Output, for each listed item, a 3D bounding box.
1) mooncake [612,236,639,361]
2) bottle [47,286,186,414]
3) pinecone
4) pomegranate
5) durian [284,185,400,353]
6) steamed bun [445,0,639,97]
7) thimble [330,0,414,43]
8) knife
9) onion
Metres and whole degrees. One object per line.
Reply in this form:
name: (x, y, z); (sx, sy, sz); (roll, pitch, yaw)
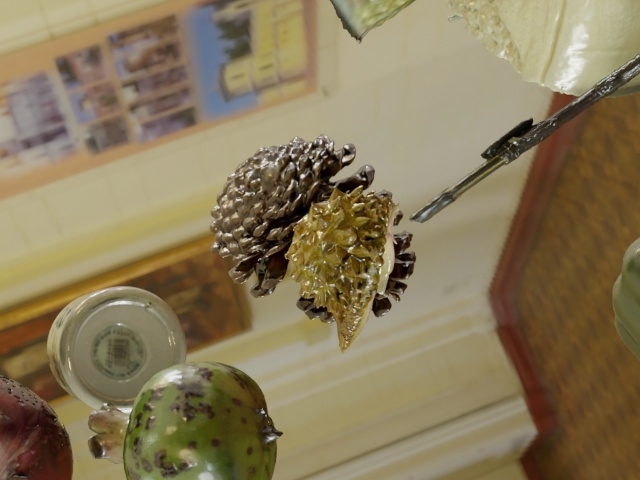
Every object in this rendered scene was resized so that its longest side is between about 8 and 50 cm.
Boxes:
mooncake: (0.524, 0.048, 1.540); (0.187, 0.351, 0.351); (56, 165, 32)
bottle: (-0.208, 0.107, 1.217); (0.253, 0.120, 0.120); (163, 87, -74)
pinecone: (-0.001, -0.001, 1.643); (0.292, 0.246, 0.246); (42, -176, -24)
pomegranate: (-0.103, 0.142, 0.873); (0.122, 0.161, 0.122); (4, -90, -70)
durian: (0.034, 0.050, 1.453); (0.078, 0.140, 0.224); (-120, 24, -59)
steamed bun: (0.344, -0.321, 1.568); (0.272, 0.290, 0.273); (49, 145, 25)
thimble: (0.020, -0.330, 1.121); (0.271, 0.150, 0.271); (55, -173, -10)
knife: (0.155, -0.079, 0.895); (0.021, 0.222, 0.045); (56, -177, 2)
onion: (-0.385, 0.261, 1.330); (0.219, 0.252, 0.252); (173, 77, -74)
